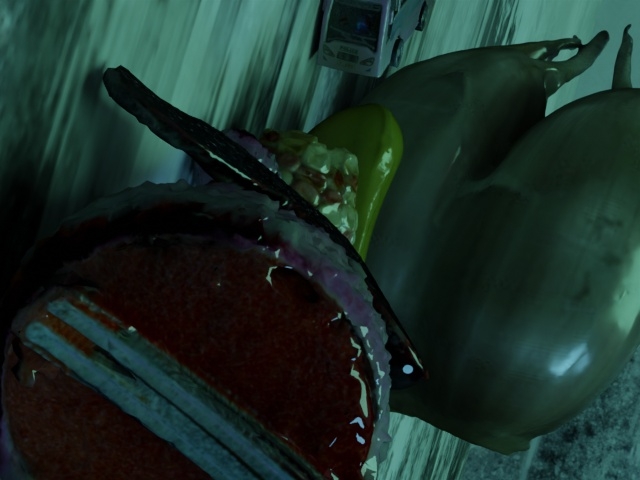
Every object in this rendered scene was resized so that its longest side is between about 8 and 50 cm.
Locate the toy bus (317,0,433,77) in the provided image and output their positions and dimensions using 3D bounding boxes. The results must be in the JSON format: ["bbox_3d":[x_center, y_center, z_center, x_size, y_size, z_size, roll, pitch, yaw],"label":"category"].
[{"bbox_3d":[0.034,-0.126,0.795,0.130,0.037,0.052,-56,157,-59],"label":"toy bus"}]

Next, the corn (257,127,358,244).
[{"bbox_3d":[-0.032,0.071,0.649,0.079,0.079,0.237,41,65,-78],"label":"corn"}]

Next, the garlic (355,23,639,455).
[{"bbox_3d":[0.102,-0.002,0.892,0.292,0.210,0.237,-66,163,7],"label":"garlic"}]

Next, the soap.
[{"bbox_3d":[-0.001,0.000,0.729,0.089,0.045,0.140,-15,-124,62],"label":"soap"}]

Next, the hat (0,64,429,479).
[{"bbox_3d":[-0.025,0.017,0.526,0.227,0.140,0.129,-80,-169,-65],"label":"hat"}]
